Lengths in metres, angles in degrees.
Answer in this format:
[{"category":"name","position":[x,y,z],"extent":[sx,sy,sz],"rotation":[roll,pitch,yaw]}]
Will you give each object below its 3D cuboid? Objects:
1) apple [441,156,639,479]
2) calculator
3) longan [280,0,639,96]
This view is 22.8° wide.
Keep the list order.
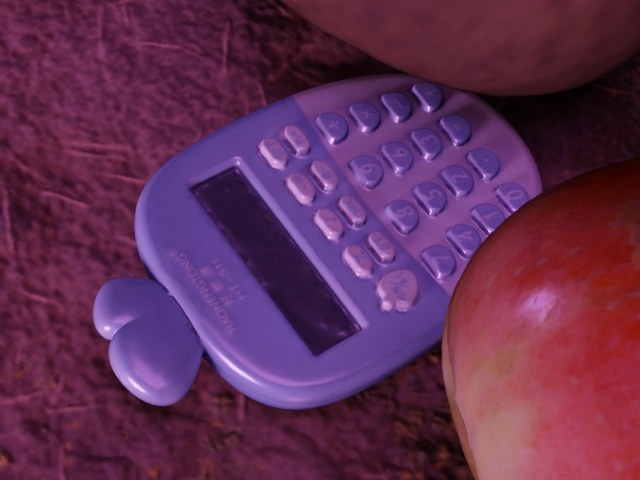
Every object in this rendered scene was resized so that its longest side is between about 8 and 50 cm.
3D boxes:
[{"category":"apple","position":[0.213,0.106,0.764],"extent":[0.277,0.319,0.319],"rotation":[-16,64,3]},{"category":"calculator","position":[0.000,0.000,0.958],"extent":[0.302,0.042,0.188],"rotation":[-30,70,-20]},{"category":"longan","position":[0.097,-0.236,0.965],"extent":[0.319,0.319,0.319],"rotation":[3,62,-5]}]
